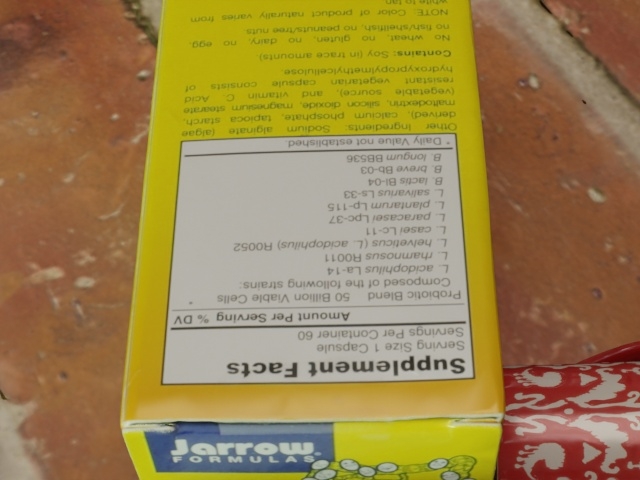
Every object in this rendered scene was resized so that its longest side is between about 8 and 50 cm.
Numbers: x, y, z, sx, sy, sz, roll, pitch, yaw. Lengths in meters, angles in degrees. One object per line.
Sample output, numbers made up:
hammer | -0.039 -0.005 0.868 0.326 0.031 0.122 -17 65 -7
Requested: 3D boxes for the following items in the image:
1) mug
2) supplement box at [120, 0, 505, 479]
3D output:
mug | 0.192 0.122 0.784 0.169 0.150 0.113 -1 92 8
supplement box | 0.000 0.000 0.805 0.194 0.195 0.357 -1 55 3
